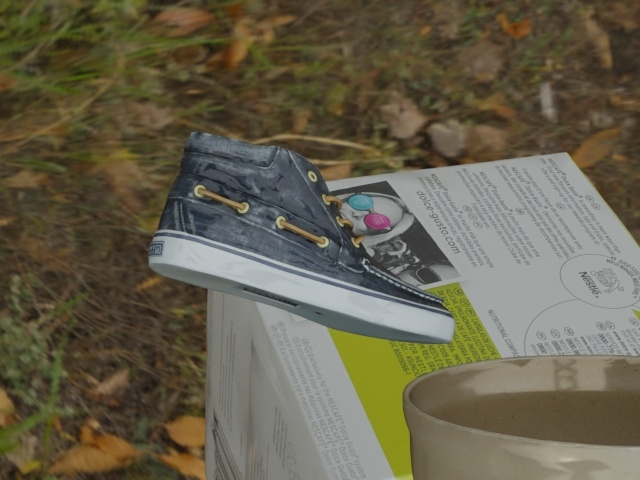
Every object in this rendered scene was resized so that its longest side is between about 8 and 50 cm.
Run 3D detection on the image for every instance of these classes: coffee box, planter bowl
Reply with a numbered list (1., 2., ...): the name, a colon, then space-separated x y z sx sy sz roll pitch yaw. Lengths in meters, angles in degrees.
1. coffee box: 0.106 0.172 1.190 0.334 0.338 0.338 -8 129 -16
2. planter bowl: 0.112 0.112 0.558 0.162 0.162 0.109 -2 96 -18

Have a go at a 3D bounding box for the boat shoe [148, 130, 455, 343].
1. boat shoe: 0.000 0.000 0.808 0.183 0.065 0.083 18 77 -17
